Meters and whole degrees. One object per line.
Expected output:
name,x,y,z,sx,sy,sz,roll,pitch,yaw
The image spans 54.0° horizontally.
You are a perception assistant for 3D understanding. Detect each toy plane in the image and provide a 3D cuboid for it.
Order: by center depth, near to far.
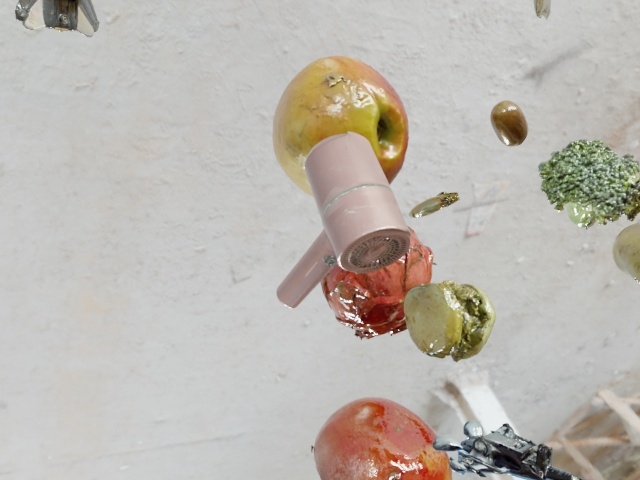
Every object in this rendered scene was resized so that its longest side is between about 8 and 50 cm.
toy plane,0.300,0.333,0.959,0.169,0.078,0.246,-8,-179,-39
toy plane,-0.531,-0.591,1.291,0.204,0.103,0.316,-20,128,-58

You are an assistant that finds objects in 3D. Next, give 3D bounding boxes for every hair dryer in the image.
hair dryer,0.000,0.000,1.105,0.125,0.210,0.352,4,142,-35

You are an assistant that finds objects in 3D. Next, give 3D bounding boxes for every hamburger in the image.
hamburger,0.243,0.154,1.205,0.131,0.159,0.185,2,168,-33

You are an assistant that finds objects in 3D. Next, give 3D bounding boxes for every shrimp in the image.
shrimp,0.370,-0.124,2.036,0.115,0.051,0.217,-45,-168,-33

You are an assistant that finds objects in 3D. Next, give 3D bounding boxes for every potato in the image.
potato,0.746,0.050,1.341,0.191,0.296,0.141,10,120,1

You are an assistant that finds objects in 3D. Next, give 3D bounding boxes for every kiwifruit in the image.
kiwifruit,0.437,-0.269,1.449,0.075,0.075,0.124,-34,127,7

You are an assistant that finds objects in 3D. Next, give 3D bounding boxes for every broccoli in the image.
broccoli,0.876,-0.187,1.998,0.324,0.334,0.272,-53,149,-4

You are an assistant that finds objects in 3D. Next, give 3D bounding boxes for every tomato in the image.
tomato,0.154,0.479,1.438,0.338,0.338,0.144,-5,128,-25

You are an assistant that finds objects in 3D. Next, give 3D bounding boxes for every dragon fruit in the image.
dragon fruit,0.141,0.090,1.569,0.295,0.296,0.302,-26,142,-3

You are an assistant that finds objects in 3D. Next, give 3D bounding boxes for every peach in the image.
peach,0.034,-0.254,1.481,0.290,0.372,0.373,-47,144,-19

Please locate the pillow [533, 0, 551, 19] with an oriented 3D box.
pillow,0.598,-0.663,1.686,0.217,0.033,0.130,-31,121,-58
